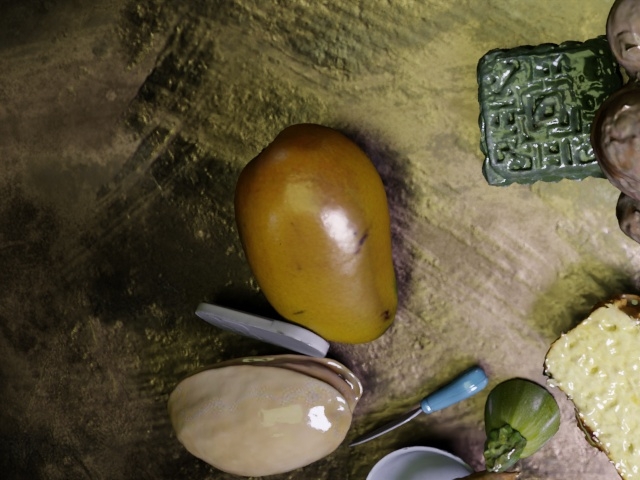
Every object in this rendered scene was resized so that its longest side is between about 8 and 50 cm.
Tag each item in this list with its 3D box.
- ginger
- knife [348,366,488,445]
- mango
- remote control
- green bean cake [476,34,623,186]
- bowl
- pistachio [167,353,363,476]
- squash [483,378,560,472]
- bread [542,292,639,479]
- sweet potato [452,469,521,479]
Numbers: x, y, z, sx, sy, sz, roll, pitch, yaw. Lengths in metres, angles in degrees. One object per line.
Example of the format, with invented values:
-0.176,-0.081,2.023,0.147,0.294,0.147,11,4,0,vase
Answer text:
0.379,-0.145,0.943,0.155,0.244,0.304,17,94,37,ginger
0.129,0.244,1.232,0.244,0.058,0.032,-33,89,23,knife
0.000,0.000,1.177,0.211,0.173,0.317,-13,108,20,mango
-0.088,0.126,1.251,0.245,0.077,0.022,10,69,42,remote control
0.280,-0.156,1.072,0.181,0.094,0.173,-2,99,21,green bean cake
0.160,0.360,1.228,0.189,0.086,0.189,5,103,19,bowl
-0.087,0.246,1.257,0.293,0.162,0.182,-8,113,23,pistachio
0.253,0.251,1.143,0.105,0.132,0.105,5,104,21,squash
0.409,0.190,1.069,0.261,0.147,0.160,52,122,12,bread
0.159,0.356,1.147,0.226,0.068,0.068,-31,89,24,sweet potato
